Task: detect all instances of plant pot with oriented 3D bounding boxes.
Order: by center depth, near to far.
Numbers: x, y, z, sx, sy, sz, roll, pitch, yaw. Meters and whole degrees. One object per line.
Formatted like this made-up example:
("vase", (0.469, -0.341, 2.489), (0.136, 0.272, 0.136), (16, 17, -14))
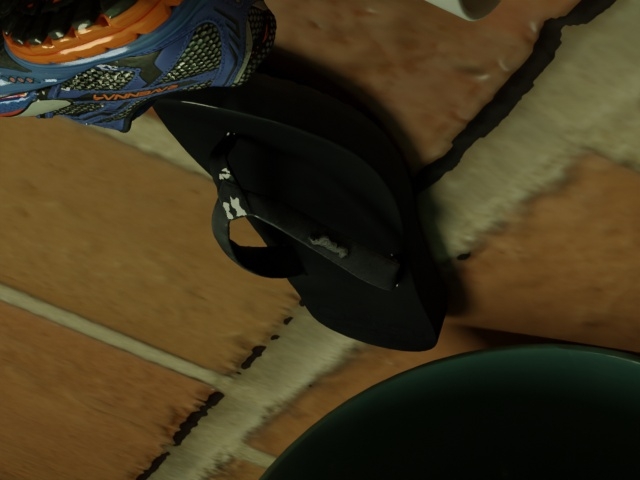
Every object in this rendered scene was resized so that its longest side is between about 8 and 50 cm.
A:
("plant pot", (0.114, 0.238, 0.824), (0.293, 0.293, 0.235), (8, 140, 28))

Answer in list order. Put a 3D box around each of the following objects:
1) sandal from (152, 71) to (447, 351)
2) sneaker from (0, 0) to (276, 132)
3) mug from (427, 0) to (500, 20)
("sandal", (0.001, 0.000, 0.751), (0.097, 0.055, 0.254), (8, 155, 28))
("sneaker", (-0.106, -0.073, 0.643), (0.221, 0.083, 0.087), (-1, 155, 47))
("mug", (0.028, -0.111, 0.484), (0.064, 0.078, 0.062), (21, -167, 23))
